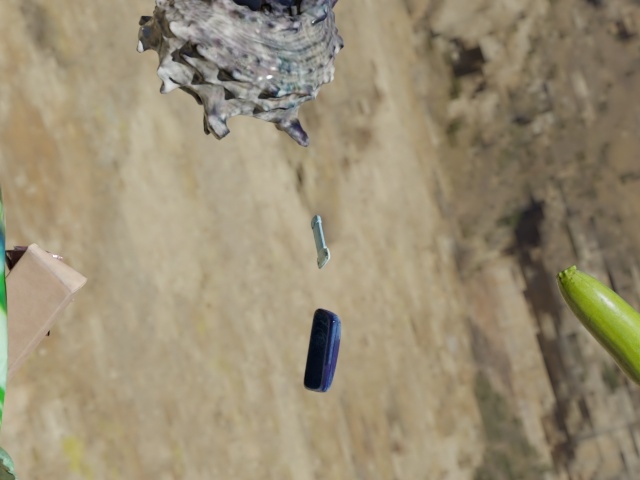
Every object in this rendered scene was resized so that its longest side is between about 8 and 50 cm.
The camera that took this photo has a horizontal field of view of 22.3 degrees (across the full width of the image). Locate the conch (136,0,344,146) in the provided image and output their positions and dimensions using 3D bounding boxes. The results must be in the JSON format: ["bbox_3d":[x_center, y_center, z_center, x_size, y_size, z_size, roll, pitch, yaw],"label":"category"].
[{"bbox_3d":[-0.094,-0.237,1.913,0.186,0.240,0.313,96,18,-49],"label":"conch"}]

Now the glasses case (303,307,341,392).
[{"bbox_3d":[0.005,0.110,1.614,0.023,0.033,0.083,2,98,-43],"label":"glasses case"}]

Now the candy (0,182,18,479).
[{"bbox_3d":[-0.384,0.061,1.637,0.263,0.172,0.398,40,-38,57],"label":"candy"}]

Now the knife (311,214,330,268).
[{"bbox_3d":[0.000,0.000,2.198,0.010,0.027,0.096,21,35,-27],"label":"knife"}]

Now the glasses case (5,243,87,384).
[{"bbox_3d":[-0.357,0.074,1.938,0.102,0.193,0.070,44,31,6],"label":"glasses case"}]

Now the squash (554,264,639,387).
[{"bbox_3d":[0.364,0.108,1.998,0.201,0.066,0.066,46,12,-2],"label":"squash"}]
